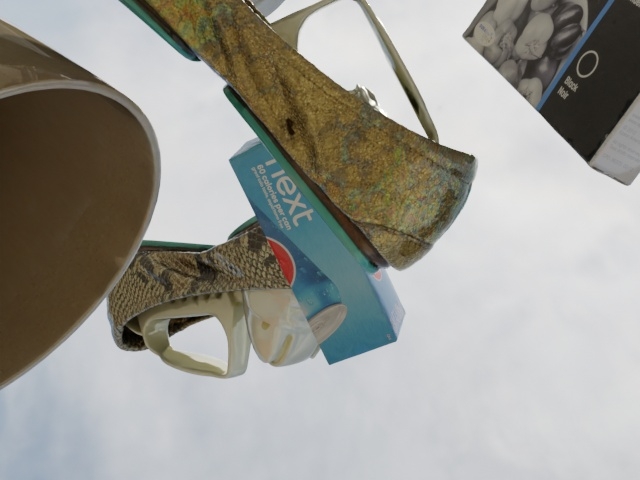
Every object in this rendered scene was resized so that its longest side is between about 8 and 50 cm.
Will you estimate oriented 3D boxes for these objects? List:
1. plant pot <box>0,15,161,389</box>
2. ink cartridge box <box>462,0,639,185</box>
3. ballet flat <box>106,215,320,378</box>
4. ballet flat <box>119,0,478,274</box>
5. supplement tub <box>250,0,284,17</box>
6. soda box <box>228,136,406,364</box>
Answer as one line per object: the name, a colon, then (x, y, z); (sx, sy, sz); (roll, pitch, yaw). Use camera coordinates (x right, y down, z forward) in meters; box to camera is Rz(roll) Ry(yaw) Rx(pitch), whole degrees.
plant pot: (-0.283, -0.065, 0.732); (0.274, 0.256, 0.256); (42, -92, 24)
ink cartridge box: (0.204, -0.173, 0.795); (0.208, 0.045, 0.206); (-55, -147, 18)
ballet flat: (-0.084, 0.064, 1.348); (0.483, 0.164, 0.182); (-12, -107, 47)
ballet flat: (-0.038, -0.133, 0.730); (0.123, 0.348, 0.123); (-43, -174, 6)
supplement tub: (-0.165, -0.445, 1.526); (0.235, 0.325, 0.235); (-8, -126, 12)
soda box: (0.000, 0.000, 1.071); (0.071, 0.210, 0.067); (-22, -167, 18)
